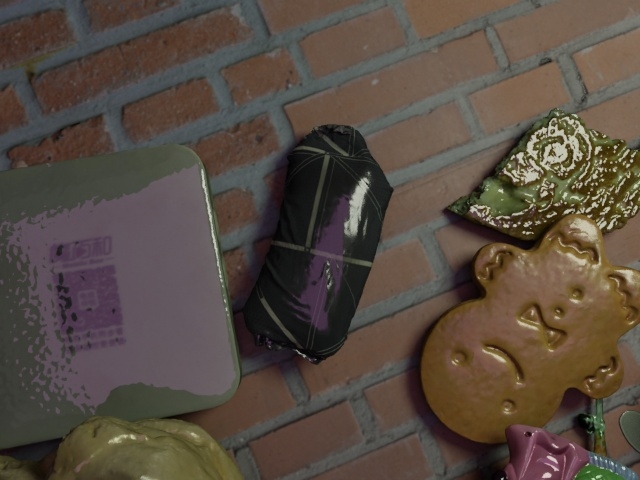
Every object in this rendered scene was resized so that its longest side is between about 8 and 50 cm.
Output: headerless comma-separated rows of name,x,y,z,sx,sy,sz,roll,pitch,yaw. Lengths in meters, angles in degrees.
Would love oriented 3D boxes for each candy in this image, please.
candy,0.406,0.269,1.098,0.078,0.084,0.288,4,78,0

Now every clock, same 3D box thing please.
clock,0.304,0.360,0.977,0.194,0.100,0.195,24,60,9

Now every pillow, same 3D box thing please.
pillow,0.000,0.000,1.067,0.161,0.092,0.335,17,84,0

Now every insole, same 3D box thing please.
insole,0.503,0.315,1.132,0.053,0.002,0.153,-38,90,-7

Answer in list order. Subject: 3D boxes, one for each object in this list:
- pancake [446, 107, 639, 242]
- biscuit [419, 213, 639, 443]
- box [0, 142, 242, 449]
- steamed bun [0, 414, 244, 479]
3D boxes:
pancake,0.367,-0.099,1.128,0.376,0.054,0.197,-12,93,-7
biscuit,0.297,0.134,1.075,0.355,0.052,0.275,-41,88,3
box,-0.312,0.069,1.037,0.367,0.090,0.373,-9,86,-7
steamed bun,-0.246,0.342,0.938,0.372,0.230,0.325,-17,123,19
